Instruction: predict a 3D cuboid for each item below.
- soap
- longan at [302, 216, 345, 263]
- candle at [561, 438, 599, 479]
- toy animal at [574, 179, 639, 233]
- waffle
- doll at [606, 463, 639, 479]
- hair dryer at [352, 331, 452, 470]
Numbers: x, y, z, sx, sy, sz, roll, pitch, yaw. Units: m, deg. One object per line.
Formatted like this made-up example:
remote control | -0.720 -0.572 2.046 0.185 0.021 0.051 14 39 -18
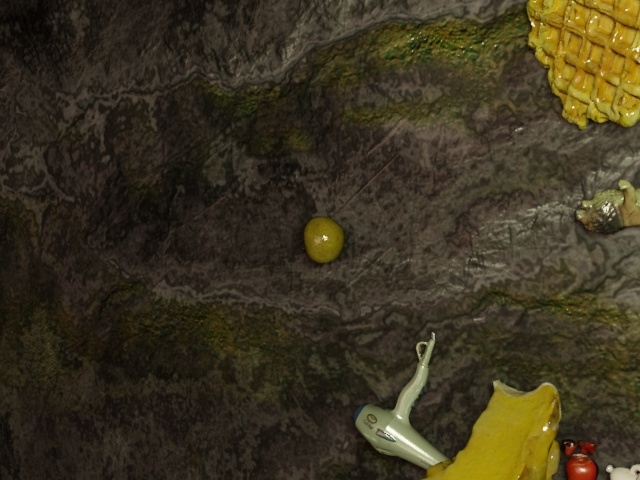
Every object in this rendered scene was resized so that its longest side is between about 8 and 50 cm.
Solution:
soap | 0.188 0.359 1.508 0.169 0.339 0.304 10 102 35
longan | 0.000 0.000 1.789 0.083 0.075 0.075 -16 84 42
candle | 0.360 0.439 1.568 0.051 0.048 0.329 9 101 51
toy animal | 0.435 -0.046 1.453 0.220 0.069 0.086 7 120 42
waffle | 0.367 -0.284 1.453 0.291 0.051 0.291 22 117 52
doll | 0.443 0.366 1.487 0.161 0.059 0.160 19 106 35
hair dryer | 0.163 0.263 1.713 0.167 0.067 0.199 45 105 15
